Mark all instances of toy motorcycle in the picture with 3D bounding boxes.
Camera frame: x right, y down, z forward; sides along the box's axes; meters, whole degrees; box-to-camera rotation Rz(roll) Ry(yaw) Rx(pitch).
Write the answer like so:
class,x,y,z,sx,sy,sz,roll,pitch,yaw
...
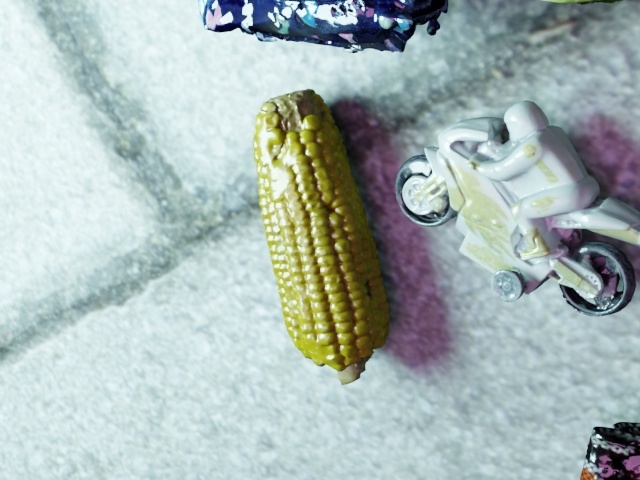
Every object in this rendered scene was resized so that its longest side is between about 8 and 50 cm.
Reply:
class,x,y,z,sx,sy,sz,roll,pitch,yaw
toy motorcycle,0.165,-0.036,1.064,0.229,0.074,0.151,30,121,25

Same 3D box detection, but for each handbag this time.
class,x,y,z,sx,sy,sz,roll,pitch,yaw
handbag,-0.003,-0.230,1.046,0.260,0.113,0.162,12,107,42

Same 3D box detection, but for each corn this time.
class,x,y,z,sx,sy,sz,roll,pitch,yaw
corn,0.000,0.000,1.142,0.097,0.097,0.261,-8,101,27

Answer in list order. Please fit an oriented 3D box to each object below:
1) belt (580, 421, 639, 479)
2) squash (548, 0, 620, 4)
class,x,y,z,sx,sy,sz,roll,pitch,yaw
belt,0.380,0.226,1.018,0.359,0.126,0.094,14,101,16
squash,0.189,-0.278,0.955,0.220,0.133,0.220,6,103,28
